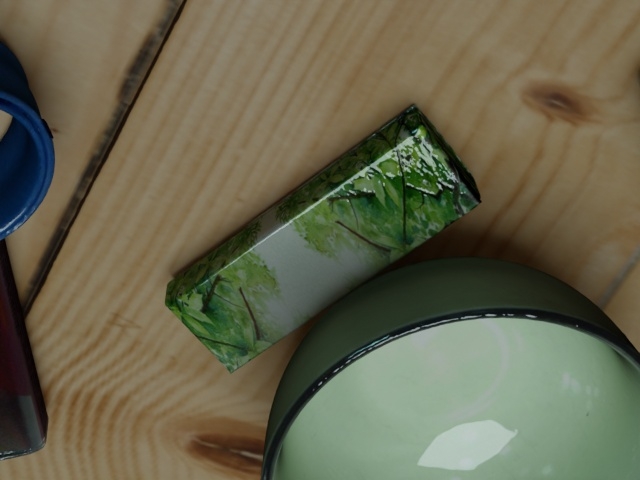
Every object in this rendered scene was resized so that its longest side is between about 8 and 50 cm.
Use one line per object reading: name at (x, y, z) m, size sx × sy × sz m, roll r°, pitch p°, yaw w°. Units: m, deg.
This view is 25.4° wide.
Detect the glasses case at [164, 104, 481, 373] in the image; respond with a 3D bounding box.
glasses case at (0.000, 0.000, 1.223) m, size 0.272 × 0.062 × 0.095 m, roll -34°, pitch 113°, yaw 14°

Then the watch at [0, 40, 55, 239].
watch at (-0.297, -0.097, 1.087) m, size 0.196 × 0.171 × 0.200 m, roll -26°, pitch 135°, yaw 8°

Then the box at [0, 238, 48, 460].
box at (-0.316, 0.088, 1.241) m, size 0.120 × 0.069 × 0.224 m, roll -6°, pitch 120°, yaw -2°

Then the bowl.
bowl at (0.114, 0.148, 1.247) m, size 0.354 × 0.185 × 0.354 m, roll -4°, pitch 124°, yaw -6°
